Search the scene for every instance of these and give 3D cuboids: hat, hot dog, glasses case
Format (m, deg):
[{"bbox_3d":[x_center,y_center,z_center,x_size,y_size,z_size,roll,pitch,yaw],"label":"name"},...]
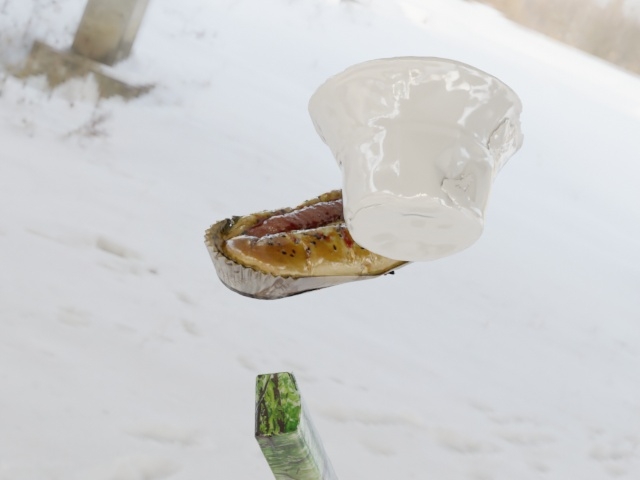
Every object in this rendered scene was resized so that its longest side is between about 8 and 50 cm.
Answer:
[{"bbox_3d":[0.082,-0.060,1.092,0.203,0.126,0.203,6,-27,3],"label":"hat"},{"bbox_3d":[0.000,0.000,1.221,0.253,0.069,0.131,-13,35,-39],"label":"hot dog"},{"bbox_3d":[-0.023,0.283,1.603,0.062,0.272,0.095,-9,50,9],"label":"glasses case"}]
